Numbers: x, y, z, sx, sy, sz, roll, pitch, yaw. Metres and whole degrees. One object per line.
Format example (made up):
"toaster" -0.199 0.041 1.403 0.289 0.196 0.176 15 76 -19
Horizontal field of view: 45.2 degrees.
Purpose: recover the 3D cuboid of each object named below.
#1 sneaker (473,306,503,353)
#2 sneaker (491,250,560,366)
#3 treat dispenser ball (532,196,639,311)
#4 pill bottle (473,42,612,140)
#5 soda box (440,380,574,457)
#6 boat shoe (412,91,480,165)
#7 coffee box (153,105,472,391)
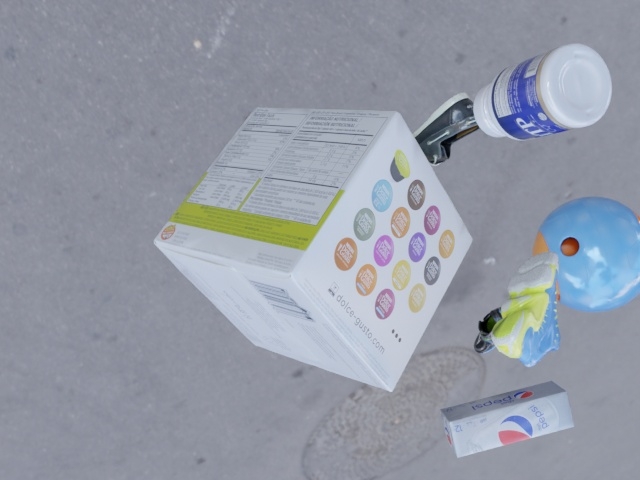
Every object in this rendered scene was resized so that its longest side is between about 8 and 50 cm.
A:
"sneaker" 0.461 0.244 2.121 0.078 0.067 0.188 -4 140 -20
"sneaker" 0.414 0.139 1.479 0.126 0.091 0.240 47 63 -21
"treat dispenser ball" 0.673 0.035 1.907 0.288 0.288 0.288 -19 139 -18
"pill bottle" 0.301 -0.199 1.078 0.112 0.187 0.112 1 88 -22
"soda box" 0.435 0.416 1.802 0.286 0.098 0.091 -14 96 -3
"boat shoe" 0.205 -0.175 1.449 0.233 0.079 0.084 -41 169 29
"coffee box" 0.000 0.000 1.336 0.334 0.338 0.337 -57 133 -23
